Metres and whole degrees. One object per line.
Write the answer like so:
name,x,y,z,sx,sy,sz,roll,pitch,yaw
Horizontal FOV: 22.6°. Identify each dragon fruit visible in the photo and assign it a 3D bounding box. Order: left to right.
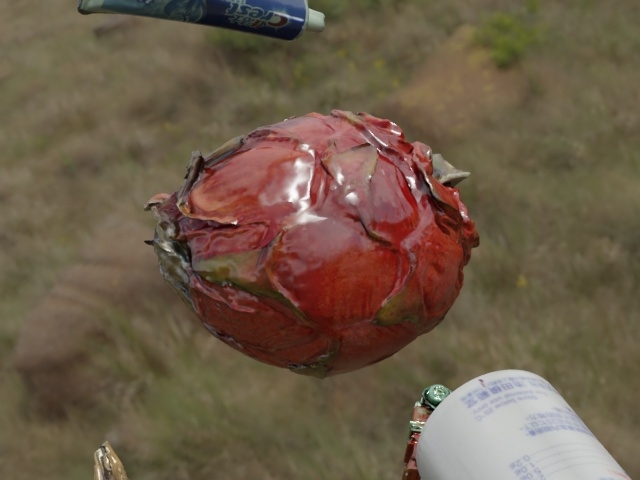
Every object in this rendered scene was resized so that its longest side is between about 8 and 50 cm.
dragon fruit,0.000,0.000,1.654,0.342,0.277,0.277,-20,16,-17

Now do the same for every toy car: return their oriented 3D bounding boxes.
toy car,0.131,0.246,1.971,0.054,0.073,0.143,9,44,0

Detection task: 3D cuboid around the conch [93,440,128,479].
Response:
conch,-0.203,0.398,1.950,0.109,0.330,0.093,-34,-27,16

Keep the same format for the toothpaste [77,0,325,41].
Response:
toothpaste,-0.101,-0.225,1.492,0.268,0.047,0.069,6,-30,-39

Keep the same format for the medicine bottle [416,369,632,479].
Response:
medicine bottle,0.194,0.237,1.129,0.130,0.130,0.341,-27,38,-8
